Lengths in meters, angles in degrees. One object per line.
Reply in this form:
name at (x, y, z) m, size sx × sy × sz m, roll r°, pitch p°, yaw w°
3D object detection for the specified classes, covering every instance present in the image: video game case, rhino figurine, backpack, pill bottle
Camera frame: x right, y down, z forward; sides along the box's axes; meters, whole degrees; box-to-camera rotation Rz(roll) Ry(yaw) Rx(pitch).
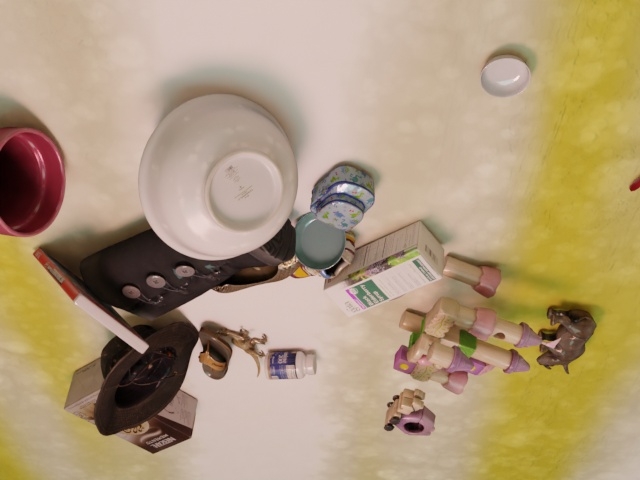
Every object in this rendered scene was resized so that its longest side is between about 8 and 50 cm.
video game case at (-0.491, 0.124, 1.906) m, size 0.285 × 0.025 × 0.204 m, roll 31°, pitch 168°, yaw 51°
rhino figurine at (0.546, 0.232, 2.022) m, size 0.106 × 0.073 × 0.243 m, roll 7°, pitch 142°, yaw 3°
backpack at (0.047, -0.078, 1.704) m, size 0.105 × 0.084 × 0.114 m, roll 24°, pitch 134°, yaw -24°
pill bottle at (-0.072, 0.304, 2.184) m, size 0.120 × 0.067 × 0.067 m, roll -4°, pitch 139°, yaw 11°

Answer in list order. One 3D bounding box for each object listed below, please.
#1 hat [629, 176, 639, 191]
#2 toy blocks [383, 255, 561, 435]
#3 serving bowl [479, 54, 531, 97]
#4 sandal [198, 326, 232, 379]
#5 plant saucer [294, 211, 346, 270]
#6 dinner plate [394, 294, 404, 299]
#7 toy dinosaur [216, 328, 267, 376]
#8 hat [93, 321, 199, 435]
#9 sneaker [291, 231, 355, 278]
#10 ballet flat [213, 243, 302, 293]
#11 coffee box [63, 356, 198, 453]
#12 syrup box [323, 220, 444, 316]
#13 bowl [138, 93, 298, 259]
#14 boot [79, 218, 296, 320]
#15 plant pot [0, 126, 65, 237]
hat at (0.610, -0.186, 1.556) m, size 0.173 × 0.183 × 0.209 m, roll 27°, pitch 94°, yaw -33°
toy blocks at (0.316, 0.250, 1.884) m, size 0.260 × 0.309 × 0.289 m, roll 21°, pitch 139°, yaw -8°
serving bowl at (0.304, -0.276, 1.481) m, size 0.083 × 0.027 × 0.083 m, roll 3°, pitch 141°, yaw 3°
sandal at (-0.267, 0.287, 2.178) m, size 0.090 × 0.060 × 0.219 m, roll 27°, pitch 144°, yaw 9°
plant saucer at (0.000, 0.000, 1.800) m, size 0.119 × 0.120 × 0.021 m, roll -15°, pitch 174°, yaw 23°
dinner plate at (0.127, 0.096, 1.954) m, size 0.141 × 0.017 × 0.141 m, roll 3°, pitch 142°, yaw 3°
toy dinosaur at (-0.170, 0.257, 2.167) m, size 0.092 × 0.053 × 0.183 m, roll -9°, pitch 133°, yaw 40°
hat at (-0.446, 0.298, 2.128) m, size 0.134 × 0.331 × 0.331 m, roll 36°, pitch 146°, yaw 23°
sneaker at (-0.006, 0.048, 1.858) m, size 0.069 × 0.084 × 0.185 m, roll 33°, pitch 132°, yaw -29°
ballet flat at (-0.143, 0.060, 1.890) m, size 0.249 × 0.058 × 0.084 m, roll -18°, pitch 90°, yaw 31°
coffee box at (-0.489, 0.429, 2.342) m, size 0.168 × 0.119 × 0.297 m, roll -30°, pitch 129°, yaw 34°
syrup box at (0.129, 0.061, 1.837) m, size 0.236 × 0.096 × 0.093 m, roll -26°, pitch 121°, yaw 29°
bowl at (-0.151, -0.096, 1.539) m, size 0.297 × 0.298 × 0.134 m, roll 35°, pitch 176°, yaw -31°
boot at (-0.326, -0.015, 1.799) m, size 0.445 × 0.146 × 0.367 m, roll -20°, pitch 127°, yaw 37°
plant pot at (-0.609, -0.112, 1.675) m, size 0.180 × 0.201 × 0.201 m, roll 5°, pitch 143°, yaw 26°
